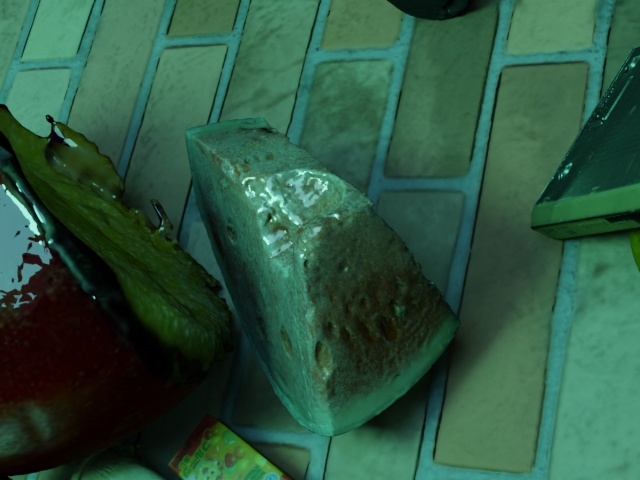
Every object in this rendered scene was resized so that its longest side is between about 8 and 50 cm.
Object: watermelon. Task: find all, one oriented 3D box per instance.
[{"bbox_3d":[0.000,0.000,1.101,0.148,0.226,0.318,-21,66,-15],"label":"watermelon"}]

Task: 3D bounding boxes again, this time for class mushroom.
[{"bbox_3d":[-0.134,0.248,1.108,0.223,0.092,0.081,33,71,34],"label":"mushroom"}]

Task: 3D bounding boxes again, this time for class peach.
[{"bbox_3d":[-0.279,0.032,1.152,0.417,0.339,0.353,6,82,28],"label":"peach"}]

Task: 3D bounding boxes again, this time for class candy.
[{"bbox_3d":[-0.072,0.209,1.126,0.122,0.038,0.062,33,83,35],"label":"candy"}]

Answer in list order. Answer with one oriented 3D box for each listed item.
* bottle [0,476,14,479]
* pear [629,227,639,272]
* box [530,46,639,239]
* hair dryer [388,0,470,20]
[{"bbox_3d":[-0.217,0.324,1.078,0.336,0.144,0.144,26,79,34],"label":"bottle"},{"bbox_3d":[0.296,-0.010,1.010,0.107,0.107,0.131,24,71,34],"label":"pear"},{"bbox_3d":[0.266,-0.096,0.996,0.045,0.270,0.210,34,83,-7],"label":"box"},{"bbox_3d":[0.039,-0.306,1.314,0.251,0.089,0.197,-10,61,29],"label":"hair dryer"}]
